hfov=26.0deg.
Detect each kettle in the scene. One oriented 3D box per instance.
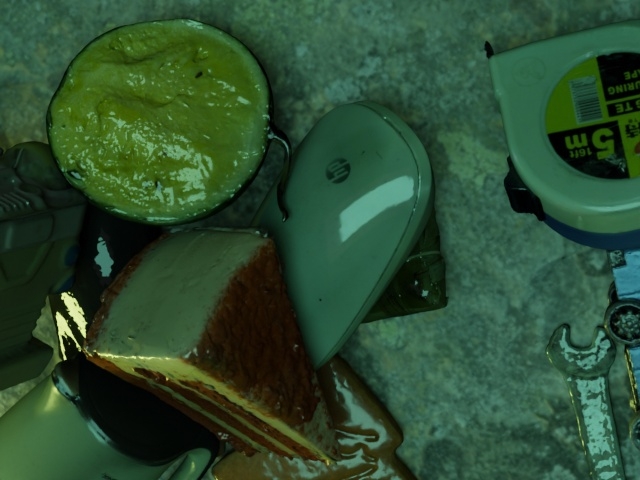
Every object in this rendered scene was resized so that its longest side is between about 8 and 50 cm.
[{"bbox_3d":[-0.238,0.233,1.427,0.240,0.165,0.255,26,122,-36],"label":"kettle"}]

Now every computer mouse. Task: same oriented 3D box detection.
[{"bbox_3d":[-0.229,0.029,1.428,0.147,0.088,0.264,-9,103,17],"label":"computer mouse"},{"bbox_3d":[-0.003,-0.001,1.333,0.159,0.097,0.288,47,111,26],"label":"computer mouse"}]

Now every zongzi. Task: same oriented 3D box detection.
[{"bbox_3d":[0.052,0.016,1.388,0.154,0.062,0.130,-14,78,31],"label":"zongzi"}]

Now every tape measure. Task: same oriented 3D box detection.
[{"bbox_3d":[0.331,-0.118,1.231,0.351,0.098,0.215,-14,63,13],"label":"tape measure"}]

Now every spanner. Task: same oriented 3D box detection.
[{"bbox_3d":[0.285,0.226,1.388,0.071,0.017,0.302,-10,100,15],"label":"spanner"}]

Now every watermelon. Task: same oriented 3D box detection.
[{"bbox_3d":[-0.144,-0.105,1.345,0.232,0.127,0.204,1,75,-2],"label":"watermelon"}]

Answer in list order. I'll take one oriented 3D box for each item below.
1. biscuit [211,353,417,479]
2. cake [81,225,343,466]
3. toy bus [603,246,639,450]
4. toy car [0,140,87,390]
[{"bbox_3d":[-0.004,0.265,1.447,0.284,0.043,0.306,6,104,11],"label":"biscuit"},{"bbox_3d":[-0.098,0.137,1.297,0.158,0.159,0.262,-1,116,41],"label":"cake"},{"bbox_3d":[0.342,0.095,1.297,0.133,0.116,0.234,-10,101,17],"label":"toy bus"},{"bbox_3d":[-0.415,-0.009,1.347,0.336,0.242,0.226,24,111,24],"label":"toy car"}]
